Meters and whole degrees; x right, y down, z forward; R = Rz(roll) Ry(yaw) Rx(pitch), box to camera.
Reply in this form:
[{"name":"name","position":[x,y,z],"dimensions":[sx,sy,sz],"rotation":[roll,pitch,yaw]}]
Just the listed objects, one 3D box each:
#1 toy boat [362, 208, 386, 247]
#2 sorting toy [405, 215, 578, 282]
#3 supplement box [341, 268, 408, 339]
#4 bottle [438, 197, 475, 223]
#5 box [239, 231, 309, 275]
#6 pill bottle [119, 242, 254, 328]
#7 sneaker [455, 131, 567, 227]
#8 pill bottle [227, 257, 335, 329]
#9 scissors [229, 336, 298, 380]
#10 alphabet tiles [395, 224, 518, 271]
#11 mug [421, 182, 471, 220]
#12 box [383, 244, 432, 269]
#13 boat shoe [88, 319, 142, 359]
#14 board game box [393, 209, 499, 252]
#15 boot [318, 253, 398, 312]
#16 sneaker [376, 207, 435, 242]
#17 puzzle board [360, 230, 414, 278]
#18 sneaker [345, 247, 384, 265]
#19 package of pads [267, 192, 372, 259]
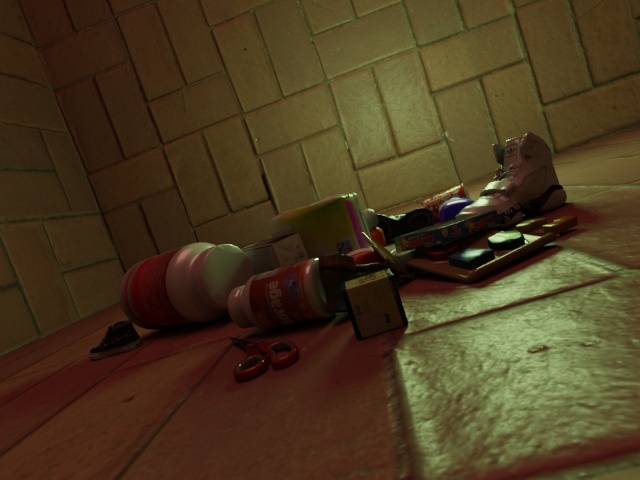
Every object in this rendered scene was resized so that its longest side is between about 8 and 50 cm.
[{"name":"toy boat","position":[0.071,-0.009,1.492],"dimensions":[0.319,0.148,0.267],"rotation":[-13,15,37]},{"name":"sorting toy","position":[0.352,0.000,0.912],"dimensions":[0.308,0.041,0.229],"rotation":[-22,10,-19]},{"name":"supplement box","position":[0.084,0.099,0.700],"dimensions":[0.083,0.083,0.056],"rotation":[-18,6,4]},{"name":"bottle","position":[0.421,-0.083,1.353],"dimensions":[0.118,0.092,0.283],"rotation":[-6,6,16]},{"name":"box","position":[-0.137,0.082,1.280],"dimensions":[0.087,0.169,0.290],"rotation":[-25,9,-31]},{"name":"pill bottle","position":[-0.389,0.133,1.295],"dimensions":[0.408,0.228,0.229],"rotation":[-15,6,39]},{"name":"sneaker","position":[0.480,-0.154,1.157],"dimensions":[0.366,0.210,0.137],"rotation":[-17,4,-25]},{"name":"pill bottle","position":[-0.078,0.117,0.906],"dimensions":[0.216,0.121,0.121],"rotation":[-18,5,27]},{"name":"scissors","position":[-0.111,0.193,0.809],"dimensions":[0.109,0.021,0.297],"rotation":[-23,4,-13]},{"name":"alphabet tiles","position":[0.322,0.019,1.114],"dimensions":[0.343,0.011,0.285],"rotation":[-15,6,41]},{"name":"mug","position":[0.477,-0.136,1.685],"dimensions":[0.170,0.113,0.150],"rotation":[-20,2,25]},{"name":"box","position":[0.189,0.039,1.107],"dimensions":[0.186,0.038,0.145],"rotation":[-14,7,42]},{"name":"boat shoe","position":[-0.600,0.283,1.277],"dimensions":[0.184,0.083,0.065],"rotation":[-18,5,17]},{"name":"board game box","position":[0.281,-0.021,0.989],"dimensions":[0.201,0.035,0.136],"rotation":[-16,1,-34]},{"name":"boot","position":[0.080,0.098,0.880],"dimensions":[0.219,0.106,0.082],"rotation":[14,-24,-41]},{"name":"sneaker","position":[0.266,-0.048,1.616],"dimensions":[0.287,0.108,0.130],"rotation":[-6,-3,4]},{"name":"puzzle board","position":[0.143,0.033,0.967],"dimensions":[0.011,0.096,0.128],"rotation":[-50,32,10]},{"name":"sneaker","position":[0.045,0.098,0.999],"dimensions":[0.221,0.087,0.128],"rotation":[-30,11,12]},{"name":"package of pads","position":[0.000,0.000,1.281],"dimensions":[0.297,0.228,0.101],"rotation":[-16,5,36]}]
